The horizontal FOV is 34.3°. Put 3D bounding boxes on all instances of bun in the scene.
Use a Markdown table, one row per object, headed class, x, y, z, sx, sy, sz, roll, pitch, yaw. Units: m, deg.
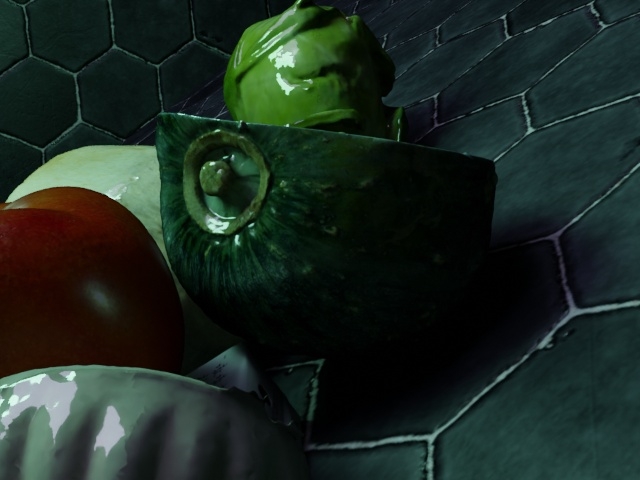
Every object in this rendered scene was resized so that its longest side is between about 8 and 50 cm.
| class | x | y | z | sx | sy | sz | roll | pitch | yaw |
| --- | --- | --- | --- | --- | --- | --- | --- | --- | --- |
| bun | -0.133 | 0.213 | 0.645 | 0.263 | 0.263 | 0.175 | -26 | 40 | 27 |

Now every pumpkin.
| class | x | y | z | sx | sy | sz | roll | pitch | yaw |
| --- | --- | --- | --- | --- | --- | --- | --- | --- | --- |
| pumpkin | 0.000 | 0.000 | 0.922 | 0.293 | 0.196 | 0.263 | 12 | 8 | 31 |

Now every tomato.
| class | x | y | z | sx | sy | sz | roll | pitch | yaw |
| --- | --- | --- | --- | --- | --- | --- | --- | --- | --- |
| tomato | -0.240 | 0.084 | 0.815 | 0.299 | 0.226 | 0.298 | -21 | 9 | 4 |

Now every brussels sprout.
| class | x | y | z | sx | sy | sz | roll | pitch | yaw |
| --- | --- | --- | --- | --- | --- | --- | --- | --- | --- |
| brussels sprout | -0.007 | -0.178 | 1.367 | 0.227 | 0.259 | 0.294 | -15 | -1 | 14 |

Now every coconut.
| class | x | y | z | sx | sy | sz | roll | pitch | yaw |
| --- | --- | --- | --- | --- | --- | --- | --- | --- | --- |
| coconut | -0.213 | 0.031 | 1.137 | 0.329 | 0.328 | 0.329 | -32 | 18 | 11 |

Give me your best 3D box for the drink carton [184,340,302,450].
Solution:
| class | x | y | z | sx | sy | sz | roll | pitch | yaw |
| --- | --- | --- | --- | --- | --- | --- | --- | --- | --- |
| drink carton | -0.128 | 0.198 | 0.867 | 0.222 | 0.102 | 0.134 | -33 | 16 | 9 |
